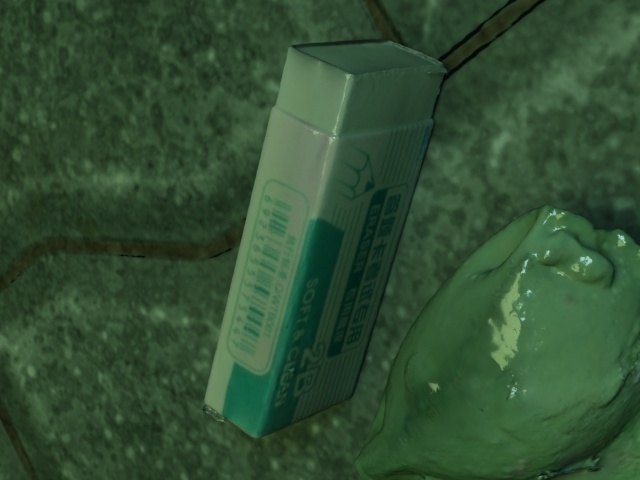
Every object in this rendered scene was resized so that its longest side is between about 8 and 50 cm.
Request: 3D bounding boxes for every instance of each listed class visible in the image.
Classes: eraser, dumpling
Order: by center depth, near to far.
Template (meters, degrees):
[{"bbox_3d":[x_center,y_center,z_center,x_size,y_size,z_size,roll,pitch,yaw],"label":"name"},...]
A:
[{"bbox_3d":[0.105,0.083,0.662,0.149,0.105,0.216,53,126,18],"label":"dumpling"},{"bbox_3d":[0.000,0.000,0.735,0.052,0.095,0.225,29,116,31],"label":"eraser"}]
